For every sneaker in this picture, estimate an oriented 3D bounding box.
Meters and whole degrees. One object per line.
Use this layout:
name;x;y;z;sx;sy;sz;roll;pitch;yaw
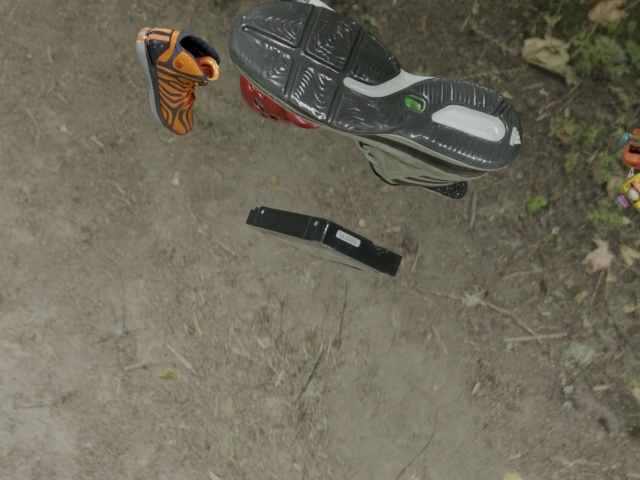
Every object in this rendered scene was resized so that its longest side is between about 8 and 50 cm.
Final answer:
sneaker;-0.336;-0.386;1.856;0.179;0.321;0.125;7;54;15
sneaker;0.055;-0.183;1.137;0.447;0.257;0.169;22;72;-9
sneaker;0.197;-0.122;1.403;0.161;0.075;0.057;23;89;-7

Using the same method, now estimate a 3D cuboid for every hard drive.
hard drive;0.000;0.000;1.737;0.338;0.236;0.064;15;82;54

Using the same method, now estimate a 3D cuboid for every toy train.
toy train;0.453;-0.091;0.959;0.166;0.046;0.125;29;88;43

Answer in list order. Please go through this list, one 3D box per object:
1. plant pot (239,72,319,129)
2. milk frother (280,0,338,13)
plant pot;-0.050;-0.339;1.576;0.191;0.191;0.174;-45;41;-18
milk frother;-0.051;-0.514;1.759;0.134;0.143;0.129;34;70;-10
